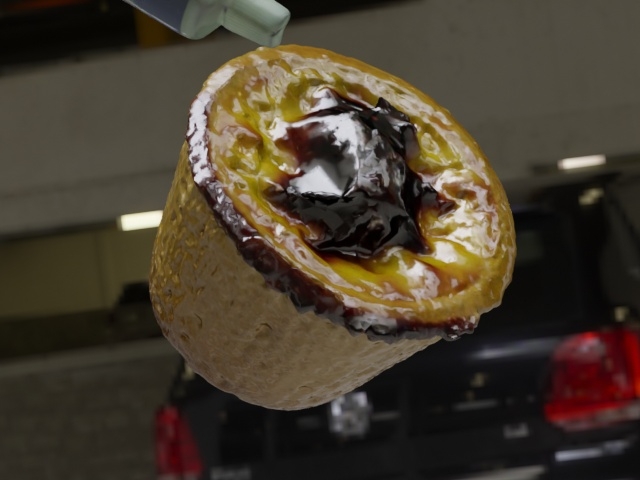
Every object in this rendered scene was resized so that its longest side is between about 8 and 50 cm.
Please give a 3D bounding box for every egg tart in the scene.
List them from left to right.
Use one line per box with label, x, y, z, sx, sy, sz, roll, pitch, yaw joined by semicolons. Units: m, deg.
egg tart;0.000;0.000;1.047;0.215;0.215;0.171;-9;-31;-35

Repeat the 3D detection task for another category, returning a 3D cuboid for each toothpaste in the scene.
toothpaste;-0.131;-0.161;0.805;0.268;0.047;0.069;31;37;8
